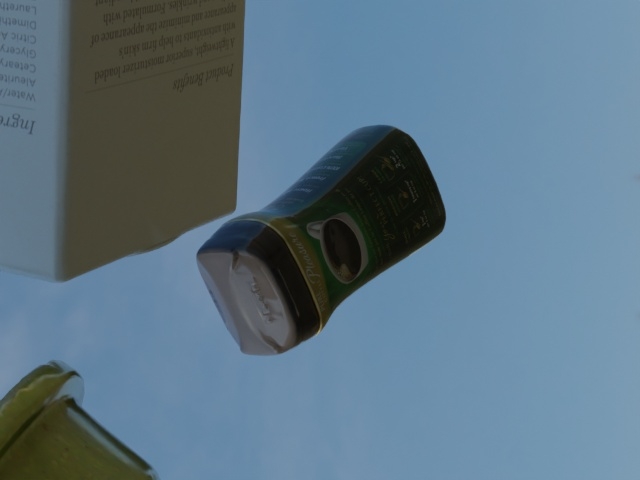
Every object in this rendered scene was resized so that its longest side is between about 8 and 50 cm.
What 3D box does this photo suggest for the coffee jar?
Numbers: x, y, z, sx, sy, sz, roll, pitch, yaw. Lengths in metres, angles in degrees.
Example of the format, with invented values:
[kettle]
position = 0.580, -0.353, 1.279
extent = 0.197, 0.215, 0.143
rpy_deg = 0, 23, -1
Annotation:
[coffee jar]
position = 0.000, 0.000, 1.249
extent = 0.184, 0.079, 0.096
rpy_deg = -37, -70, -38

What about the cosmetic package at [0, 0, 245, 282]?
[cosmetic package]
position = -0.131, -0.095, 0.797
extent = 0.151, 0.151, 0.184
rpy_deg = -24, -58, -60

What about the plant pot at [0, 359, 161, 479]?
[plant pot]
position = -0.055, 0.223, 0.629
extent = 0.276, 0.254, 0.276
rpy_deg = -60, -2, -3
